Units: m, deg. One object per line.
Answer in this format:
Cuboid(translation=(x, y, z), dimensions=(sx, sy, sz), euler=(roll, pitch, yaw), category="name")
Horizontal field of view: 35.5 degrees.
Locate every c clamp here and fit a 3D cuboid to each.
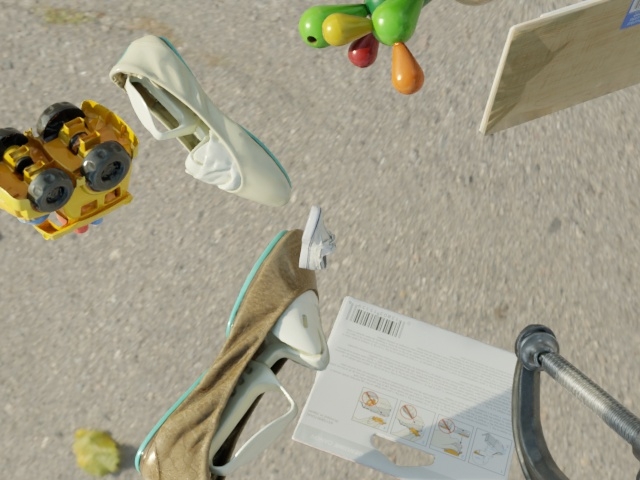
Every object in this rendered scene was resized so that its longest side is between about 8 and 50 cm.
Cuboid(translation=(0.123, 0.086, 0.444), dimensions=(0.022, 0.161, 0.137), euler=(-12, 106, -14), category="c clamp")

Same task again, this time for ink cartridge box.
Cuboid(translation=(0.124, 0.216, 1.296), dimensions=(0.275, 0.238, 0.060), euler=(19, 142, 6), category="ink cartridge box")

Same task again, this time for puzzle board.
Cuboid(translation=(0.156, -0.110, 0.575), dimensions=(0.128, 0.096, 0.011), euler=(-20, 63, -12), category="puzzle board")

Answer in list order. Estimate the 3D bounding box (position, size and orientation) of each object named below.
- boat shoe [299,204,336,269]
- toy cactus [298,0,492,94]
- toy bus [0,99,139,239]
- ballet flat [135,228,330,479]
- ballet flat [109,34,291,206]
Cuboid(translation=(0.000, 0.000, 1.016), dimensions=(0.035, 0.035, 0.100), euler=(13, 144, 3), category="boat shoe")
Cuboid(translation=(0.097, -0.176, 0.663), dimensions=(0.219, 0.180, 0.112), euler=(-35, 83, 29), category="toy cactus")
Cuboid(translation=(-0.395, -0.078, 1.516), dimensions=(0.149, 0.220, 0.211), euler=(40, 143, 25), category="toy bus")
Cuboid(translation=(-0.068, 0.146, 1.114), dimensions=(0.124, 0.342, 0.116), euler=(23, 156, 25), category="ballet flat")
Cuboid(translation=(-0.139, -0.118, 1.110), dimensions=(0.248, 0.086, 0.086), euler=(47, 110, 3), category="ballet flat")
